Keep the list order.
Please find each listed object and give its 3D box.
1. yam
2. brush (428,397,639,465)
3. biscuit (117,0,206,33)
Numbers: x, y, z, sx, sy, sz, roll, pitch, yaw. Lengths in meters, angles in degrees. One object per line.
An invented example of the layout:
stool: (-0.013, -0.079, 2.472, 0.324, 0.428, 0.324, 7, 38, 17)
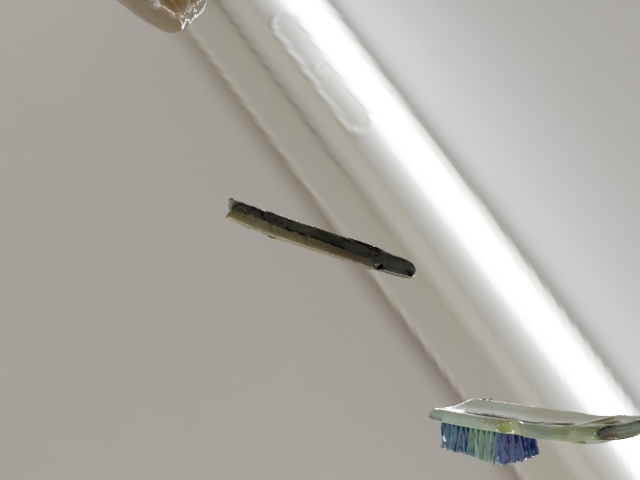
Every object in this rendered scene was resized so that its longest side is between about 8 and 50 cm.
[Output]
yam: (0.000, 0.000, 0.700, 0.107, 0.014, 0.014, 19, -117, 0)
brush: (0.099, 0.093, 0.626, 0.033, 0.178, 0.030, -1, -94, -19)
biscuit: (-0.195, -0.303, 1.108, 0.368, 0.394, 0.076, 44, -107, -29)
